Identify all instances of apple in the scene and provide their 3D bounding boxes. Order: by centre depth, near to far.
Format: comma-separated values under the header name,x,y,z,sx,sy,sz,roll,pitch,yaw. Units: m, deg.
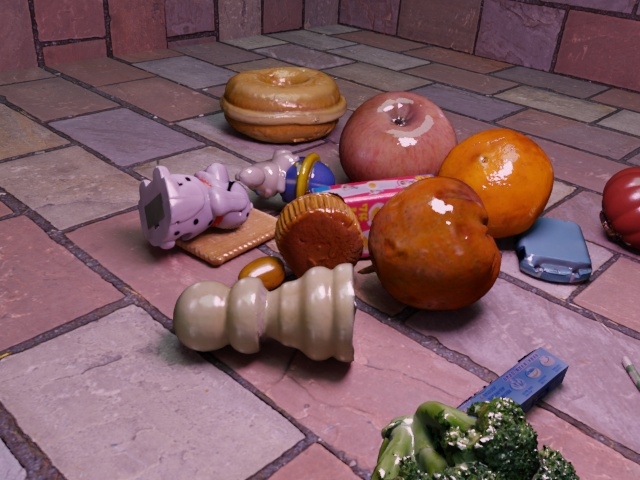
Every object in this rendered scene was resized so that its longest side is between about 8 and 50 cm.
name,x,y,z,sx,sy,sz,roll,pitch,yaw
apple,0.217,-0.268,1.728,0.345,0.269,0.345,9,43,-8

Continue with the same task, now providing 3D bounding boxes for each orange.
name,x,y,z,sx,sy,sz,roll,pitch,yaw
orange,0.427,-0.139,1.539,0.284,0.226,0.284,-15,54,22

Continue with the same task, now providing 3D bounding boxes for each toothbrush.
name,x,y,z,sx,sy,sz,roll,pitch,yaw
toothbrush,0.581,0.288,1.073,0.024,0.018,0.257,-3,30,1

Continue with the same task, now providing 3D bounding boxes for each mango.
name,x,y,z,sx,sy,sz,roll,pitch,yaw
mango,-0.126,0.072,1.328,0.080,0.060,0.114,20,37,32

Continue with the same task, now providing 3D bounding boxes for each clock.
name,x,y,z,sx,sy,sz,roll,pitch,yaw
clock,-0.271,-0.086,1.436,0.254,0.189,0.189,-12,32,-36

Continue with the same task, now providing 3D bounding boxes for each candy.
name,x,y,z,sx,sy,sz,roll,pitch,yaw
candy,0.136,-0.055,1.466,0.306,0.157,0.100,-9,29,-11

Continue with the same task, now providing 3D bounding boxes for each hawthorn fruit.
name,x,y,z,sx,sy,sz,roll,pitch,yaw
hawthorn fruit,0.209,0.021,1.277,0.298,0.277,0.277,-18,24,18

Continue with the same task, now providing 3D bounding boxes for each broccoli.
name,x,y,z,sx,sy,sz,roll,pitch,yaw
broccoli,0.151,0.316,0.726,0.265,0.294,0.245,34,29,-32

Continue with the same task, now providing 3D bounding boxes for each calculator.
name,x,y,z,sx,sy,sz,roll,pitch,yaw
calculator,0.565,0.013,1.525,0.173,0.051,0.293,8,29,11

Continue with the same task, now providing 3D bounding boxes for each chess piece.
name,x,y,z,sx,sy,sz,roll,pitch,yaw
chess piece,-0.102,0.133,1.132,0.330,0.182,0.182,-1,29,1

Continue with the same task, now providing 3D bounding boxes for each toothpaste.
name,x,y,z,sx,sy,sz,roll,pitch,yaw
toothpaste,0.320,0.266,1.050,0.272,0.053,0.066,-21,42,-38

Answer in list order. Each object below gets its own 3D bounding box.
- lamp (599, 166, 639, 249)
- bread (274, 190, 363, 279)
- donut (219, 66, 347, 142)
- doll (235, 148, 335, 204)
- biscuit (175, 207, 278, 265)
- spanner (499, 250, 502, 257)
name,x,y,z,sx,sy,sz,roll,pitch,yaw
lamp,0.812,-0.076,1.570,0.227,0.227,0.227,3,29,-2
bread,-0.001,0.001,1.332,0.199,0.199,0.104,-1,30,-8
donut,-0.128,-0.475,2.161,0.449,0.198,0.449,2,29,-1
doll,-0.090,-0.168,1.585,0.242,0.159,0.311,24,7,14
biscuit,-0.212,-0.015,1.502,0.160,0.030,0.249,24,35,31
spanner,0.308,-0.017,1.574,0.325,0.026,0.093,23,36,29
